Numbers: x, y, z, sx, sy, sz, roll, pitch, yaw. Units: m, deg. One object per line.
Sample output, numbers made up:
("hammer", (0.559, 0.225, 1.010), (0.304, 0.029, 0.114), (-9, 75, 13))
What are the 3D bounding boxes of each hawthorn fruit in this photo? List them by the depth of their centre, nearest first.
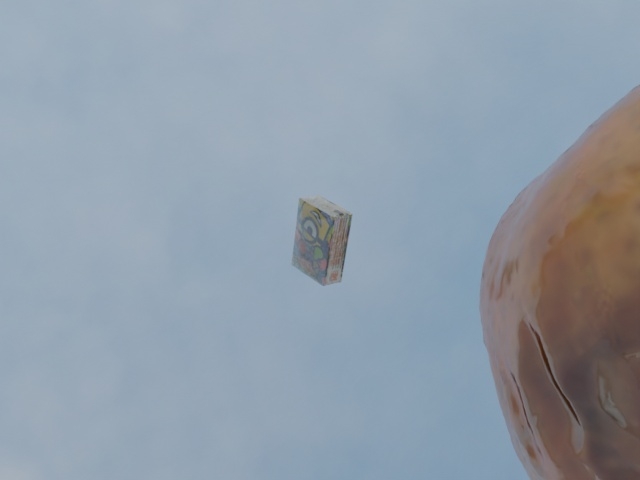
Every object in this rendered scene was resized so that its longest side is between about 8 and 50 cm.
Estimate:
("hawthorn fruit", (0.357, 0.087, 1.041), (0.472, 0.472, 0.472), (3, -79, 17))

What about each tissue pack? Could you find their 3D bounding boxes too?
("tissue pack", (0.000, 0.000, 1.354), (0.063, 0.035, 0.083), (30, -60, 44))
